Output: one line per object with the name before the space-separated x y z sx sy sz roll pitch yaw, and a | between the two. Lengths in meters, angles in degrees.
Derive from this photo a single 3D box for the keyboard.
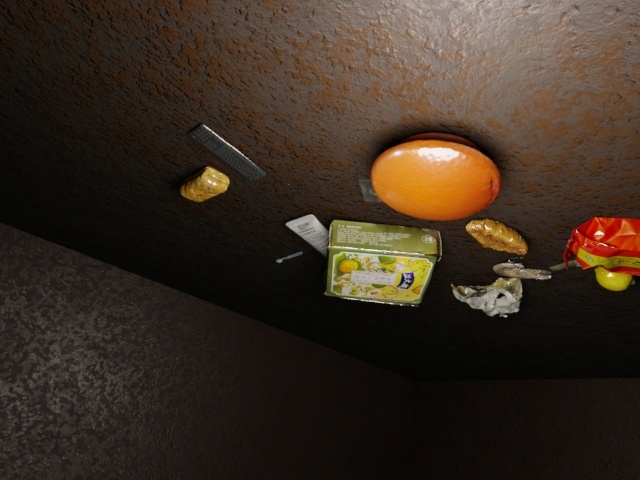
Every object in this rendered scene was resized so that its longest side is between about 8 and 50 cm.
keyboard | -0.265 -0.259 1.702 0.381 0.041 0.103 30 151 -33

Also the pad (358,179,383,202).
pad | 0.240 -0.159 1.703 0.211 0.003 0.143 6 155 18

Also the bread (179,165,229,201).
bread | -0.432 -0.201 1.873 0.114 0.083 0.211 26 155 -34

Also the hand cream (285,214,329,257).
hand cream | 0.000 0.000 2.075 0.139 0.089 0.314 -15 140 33

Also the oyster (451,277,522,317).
oyster | 0.721 0.227 2.172 0.238 0.115 0.351 28 149 -10

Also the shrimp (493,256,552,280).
shrimp | 0.781 0.110 1.955 0.219 0.046 0.152 7 158 16

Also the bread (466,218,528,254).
bread | 0.600 -0.019 1.731 0.233 0.076 0.105 24 143 -6

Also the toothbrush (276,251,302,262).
toothbrush | -0.150 0.081 2.412 0.019 0.016 0.219 26 153 -28

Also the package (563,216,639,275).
package | 0.985 0.027 1.570 0.423 0.123 0.196 5 152 20

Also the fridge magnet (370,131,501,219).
fridge magnet | 0.322 -0.175 1.438 0.363 0.155 0.363 11 155 5

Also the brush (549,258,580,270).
brush | 0.925 0.091 1.857 0.034 0.028 0.190 25 154 -20

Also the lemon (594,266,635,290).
lemon | 1.029 0.122 1.773 0.133 0.109 0.109 18 157 12

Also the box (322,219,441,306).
box | 0.224 0.097 1.981 0.420 0.138 0.373 5 144 1
